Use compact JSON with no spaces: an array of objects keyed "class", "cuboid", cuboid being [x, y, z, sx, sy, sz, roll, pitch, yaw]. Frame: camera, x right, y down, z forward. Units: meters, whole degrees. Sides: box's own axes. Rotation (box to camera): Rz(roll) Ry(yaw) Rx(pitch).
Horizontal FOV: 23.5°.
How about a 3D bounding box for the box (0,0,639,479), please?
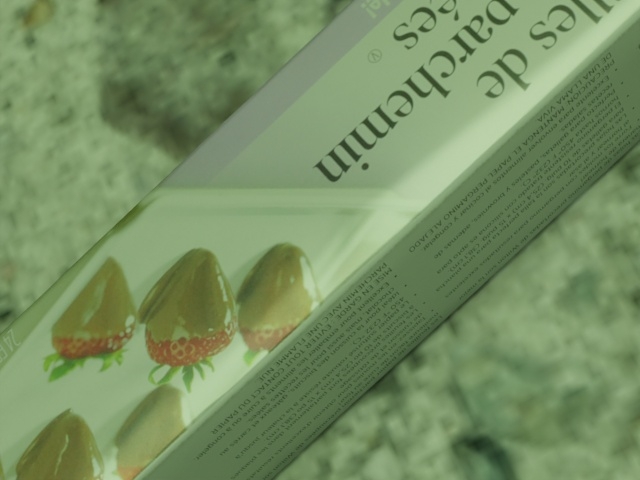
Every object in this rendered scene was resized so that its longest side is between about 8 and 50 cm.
[{"class":"box","cuboid":[0.000,0.000,0.421,0.324,0.067,0.063,-43,64,4]}]
